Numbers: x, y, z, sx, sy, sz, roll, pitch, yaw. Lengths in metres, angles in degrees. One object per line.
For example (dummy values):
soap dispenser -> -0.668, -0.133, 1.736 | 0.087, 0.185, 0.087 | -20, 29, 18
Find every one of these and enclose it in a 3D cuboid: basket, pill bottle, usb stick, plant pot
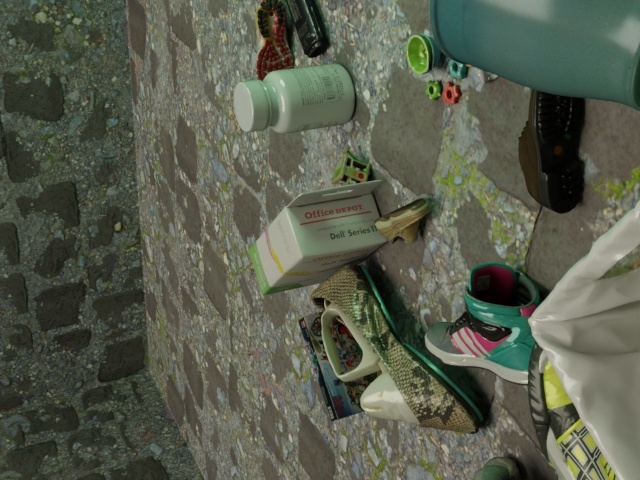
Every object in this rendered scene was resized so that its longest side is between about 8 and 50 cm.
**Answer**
basket -> 0.451, 0.114, 0.848 | 0.331, 0.267, 0.328 | 65, 153, 26
pill bottle -> -0.056, -0.291, 1.758 | 0.131, 0.229, 0.131 | 39, 135, 53
usb stick -> -0.048, -0.534, 1.844 | 0.077, 0.045, 0.278 | -35, 70, 56
plant pot -> 0.311, -0.285, 0.981 | 0.255, 0.272, 0.271 | 37, 136, 34

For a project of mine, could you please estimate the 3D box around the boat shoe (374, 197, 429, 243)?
boat shoe -> 0.168, -0.030, 1.627 | 0.072, 0.068, 0.190 | 64, 164, 0

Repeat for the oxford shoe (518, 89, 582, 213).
oxford shoe -> 0.318, -0.157, 1.216 | 0.096, 0.083, 0.227 | -144, 48, -61

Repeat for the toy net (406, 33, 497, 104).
toy net -> 0.224, -0.281, 1.393 | 0.232, 0.045, 0.122 | 21, 120, 61

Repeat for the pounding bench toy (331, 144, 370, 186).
pounding bench toy -> 0.070, -0.152, 1.768 | 0.052, 0.065, 0.083 | 147, 139, -64

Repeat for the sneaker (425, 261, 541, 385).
sneaker -> 0.266, 0.123, 1.404 | 0.295, 0.124, 0.178 | 7, 112, 57

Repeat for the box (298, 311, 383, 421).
box -> 0.064, 0.261, 1.859 | 0.233, 0.159, 0.044 | 70, 156, 13

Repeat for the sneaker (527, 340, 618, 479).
sneaker -> 0.409, 0.297, 1.220 | 0.147, 0.145, 0.384 | -14, 92, 45

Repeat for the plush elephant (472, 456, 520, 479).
plush elephant -> 0.318, 0.508, 1.352 | 0.255, 0.330, 0.271 | -1, 83, 40

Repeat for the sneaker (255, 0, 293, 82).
sneaker -> -0.110, -0.467, 1.984 | 0.092, 0.088, 0.225 | -104, 15, -57

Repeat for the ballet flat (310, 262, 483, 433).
ballet flat -> 0.121, 0.242, 1.697 | 0.483, 0.182, 0.164 | 52, 172, 41

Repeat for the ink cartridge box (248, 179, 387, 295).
ink cartridge box -> 0.000, 0.000, 1.807 | 0.353, 0.207, 0.119 | -45, 60, 62
